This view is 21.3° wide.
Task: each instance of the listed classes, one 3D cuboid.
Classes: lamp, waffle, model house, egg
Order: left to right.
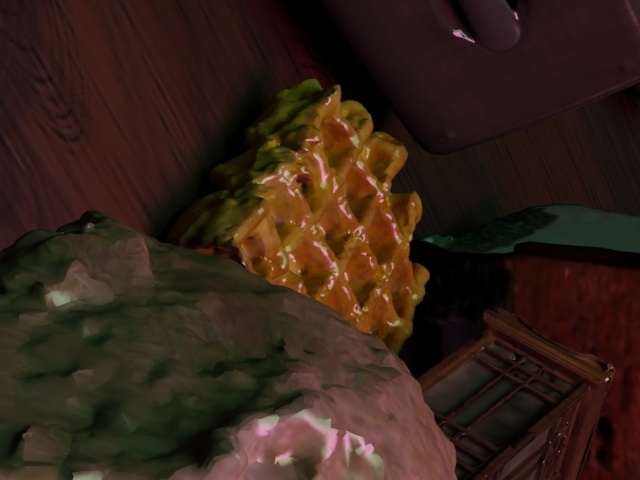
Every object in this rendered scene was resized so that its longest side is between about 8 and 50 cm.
[{"bbox_3d":[-0.082,0.133,0.592,0.310,0.279,0.279,-35,112,-42],"label":"egg"},{"bbox_3d":[0.000,0.000,0.972,0.160,0.055,0.211,63,36,-29],"label":"waffle"},{"bbox_3d":[0.037,0.143,0.881,0.325,0.090,0.089,-32,142,-48],"label":"lamp"},{"bbox_3d":[0.181,0.130,1.092,0.184,0.253,0.291,-1,97,-49],"label":"model house"}]

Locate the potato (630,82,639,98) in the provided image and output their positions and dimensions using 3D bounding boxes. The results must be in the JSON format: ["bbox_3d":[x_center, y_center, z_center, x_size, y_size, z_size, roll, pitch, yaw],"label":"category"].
[{"bbox_3d":[0.293,-0.208,1.518,0.164,0.081,0.200,-36,110,-49],"label":"potato"}]

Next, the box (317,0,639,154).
[{"bbox_3d":[0.087,-0.203,1.029,0.290,0.220,0.166,52,26,-39],"label":"box"}]
